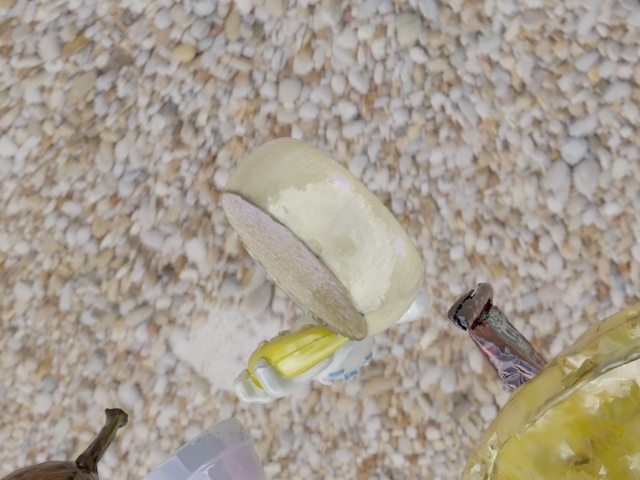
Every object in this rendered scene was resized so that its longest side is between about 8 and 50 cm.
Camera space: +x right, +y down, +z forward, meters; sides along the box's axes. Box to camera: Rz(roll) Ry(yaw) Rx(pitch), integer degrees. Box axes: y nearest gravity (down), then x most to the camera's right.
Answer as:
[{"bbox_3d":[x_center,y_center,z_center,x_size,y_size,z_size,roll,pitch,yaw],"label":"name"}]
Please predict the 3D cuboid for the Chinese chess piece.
[{"bbox_3d":[0.000,0.000,1.507,0.112,0.270,0.270,-45,104,-14],"label":"Chinese chess piece"}]

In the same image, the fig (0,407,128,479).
[{"bbox_3d":[-0.285,0.285,1.259,0.190,0.290,0.191,-5,129,-6],"label":"fig"}]

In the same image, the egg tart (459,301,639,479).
[{"bbox_3d":[0.279,0.170,0.583,0.443,0.178,0.443,7,142,6],"label":"egg tart"}]

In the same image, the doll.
[{"bbox_3d":[0.003,0.150,1.738,0.237,0.252,0.111,-41,73,48],"label":"doll"}]

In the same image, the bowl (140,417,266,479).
[{"bbox_3d":[-0.192,0.417,1.900,0.287,0.287,0.144,-44,77,13],"label":"bowl"}]

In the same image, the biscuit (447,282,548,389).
[{"bbox_3d":[0.261,0.152,1.592,0.235,0.151,0.063,44,102,2],"label":"biscuit"}]
